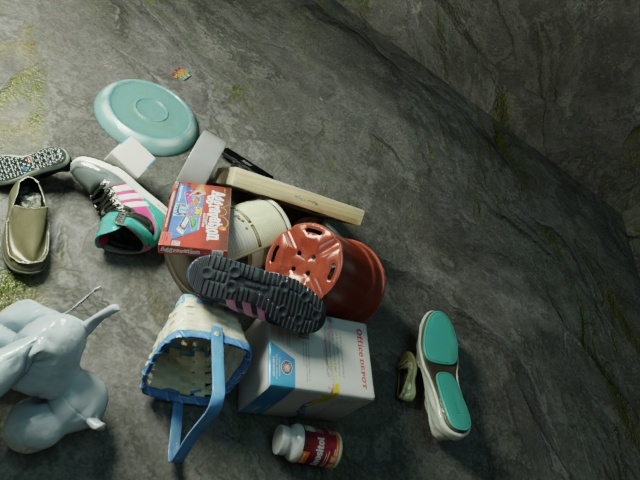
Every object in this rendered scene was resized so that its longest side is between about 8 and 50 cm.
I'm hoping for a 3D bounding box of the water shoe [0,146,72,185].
[{"bbox_3d":[-0.713,-0.168,1.148,0.203,0.080,0.072,-15,78,-14],"label":"water shoe"}]

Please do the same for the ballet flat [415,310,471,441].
[{"bbox_3d":[0.341,0.397,1.399,0.139,0.139,0.400,21,43,-21],"label":"ballet flat"}]

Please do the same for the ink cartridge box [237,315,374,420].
[{"bbox_3d":[-0.039,0.307,1.149,0.270,0.197,0.198,16,49,-24],"label":"ink cartridge box"}]

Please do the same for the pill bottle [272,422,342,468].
[{"bbox_3d":[-0.032,0.478,1.102,0.152,0.086,0.086,20,48,-21],"label":"pill bottle"}]

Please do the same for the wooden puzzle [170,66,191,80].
[{"bbox_3d":[-0.492,-0.594,1.678,0.049,0.006,0.083,35,44,-7],"label":"wooden puzzle"}]

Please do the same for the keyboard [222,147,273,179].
[{"bbox_3d":[-0.252,-0.237,1.536,0.192,0.038,0.100,32,21,7],"label":"keyboard"}]

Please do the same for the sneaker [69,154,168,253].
[{"bbox_3d":[-0.518,-0.069,1.162,0.296,0.124,0.178,38,36,-14],"label":"sneaker"}]

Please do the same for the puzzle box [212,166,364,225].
[{"bbox_3d":[-0.104,-0.134,1.429,0.409,0.272,0.052,17,91,-23],"label":"puzzle box"}]

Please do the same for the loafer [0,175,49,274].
[{"bbox_3d":[-0.666,-0.041,1.063,0.094,0.087,0.251,-2,58,-36],"label":"loafer"}]

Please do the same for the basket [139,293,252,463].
[{"bbox_3d":[-0.257,0.274,0.983,0.201,0.254,0.288,22,36,-24],"label":"basket"}]

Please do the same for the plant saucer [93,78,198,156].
[{"bbox_3d":[-0.531,-0.396,1.470,0.318,0.043,0.317,18,48,-22],"label":"plant saucer"}]

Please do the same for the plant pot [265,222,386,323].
[{"bbox_3d":[0.005,0.087,1.225,0.265,0.273,0.272,38,26,-62],"label":"plant pot"}]

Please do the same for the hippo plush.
[{"bbox_3d":[-0.509,0.248,0.883,0.294,0.234,0.236,-29,121,-29],"label":"hippo plush"}]

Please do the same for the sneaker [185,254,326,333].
[{"bbox_3d":[-0.141,0.116,1.041,0.319,0.131,0.112,27,74,-17],"label":"sneaker"}]

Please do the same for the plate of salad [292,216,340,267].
[{"bbox_3d":[0.000,0.000,1.527,0.200,0.048,0.199,19,47,-23],"label":"plate of salad"}]

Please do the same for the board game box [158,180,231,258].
[{"bbox_3d":[-0.287,-0.055,1.111,0.145,0.027,0.281,7,34,-14],"label":"board game box"}]

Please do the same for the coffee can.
[{"bbox_3d":[-0.237,0.013,1.239,0.275,0.201,0.201,-24,73,-44],"label":"coffee can"}]

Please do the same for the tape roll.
[{"bbox_3d":[-0.341,-0.196,1.317,0.072,0.219,0.219,27,45,-15],"label":"tape roll"}]

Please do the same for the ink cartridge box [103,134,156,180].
[{"bbox_3d":[-0.527,-0.192,1.251,0.090,0.143,0.092,45,41,-22],"label":"ink cartridge box"}]

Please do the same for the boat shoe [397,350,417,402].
[{"bbox_3d":[0.248,0.395,1.387,0.048,0.056,0.153,26,53,-23],"label":"boat shoe"}]
